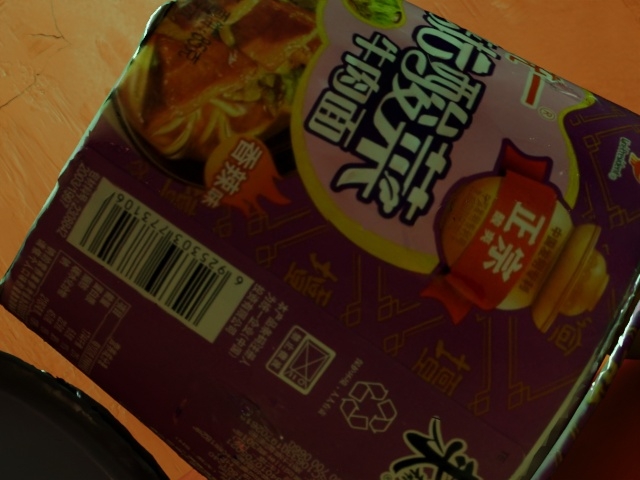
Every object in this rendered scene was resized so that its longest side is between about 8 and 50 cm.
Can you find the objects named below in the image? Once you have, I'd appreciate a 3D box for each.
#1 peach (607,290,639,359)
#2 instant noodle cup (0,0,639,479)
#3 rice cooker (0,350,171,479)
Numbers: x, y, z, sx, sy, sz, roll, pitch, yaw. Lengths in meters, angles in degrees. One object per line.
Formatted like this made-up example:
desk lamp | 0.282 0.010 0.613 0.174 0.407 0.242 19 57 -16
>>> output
peach | 0.219 0.003 0.780 0.179 0.103 0.179 -33 -3 -2
instant noodle cup | 0.000 0.000 0.713 0.340 0.266 0.340 -57 4 6
rice cooker | -0.148 0.178 0.389 0.267 0.267 0.224 -35 -9 -48
